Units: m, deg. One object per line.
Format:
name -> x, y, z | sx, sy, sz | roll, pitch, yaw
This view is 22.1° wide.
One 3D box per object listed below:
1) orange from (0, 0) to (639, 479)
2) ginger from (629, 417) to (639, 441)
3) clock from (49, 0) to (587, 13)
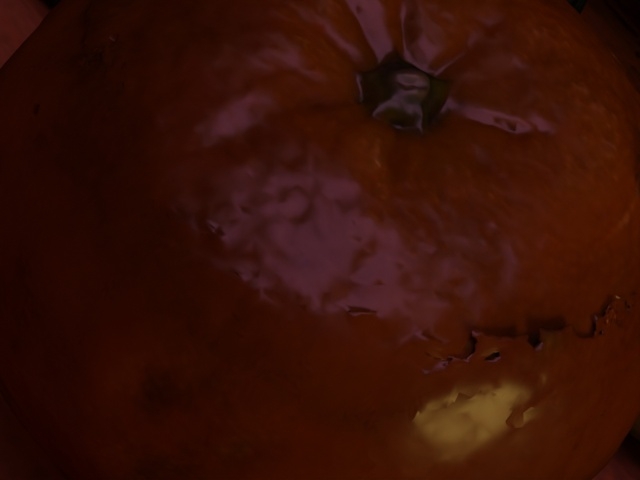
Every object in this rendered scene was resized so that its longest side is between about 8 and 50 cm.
orange -> 0.000, 0.000, 0.648 | 0.284, 0.226, 0.284 | 10, 51, -12
ginger -> 0.145, 0.041, 0.784 | 0.118, 0.065, 0.299 | -38, 78, -23
clock -> -0.009, -0.235, 0.893 | 0.386, 0.076, 0.386 | 11, 55, -16
